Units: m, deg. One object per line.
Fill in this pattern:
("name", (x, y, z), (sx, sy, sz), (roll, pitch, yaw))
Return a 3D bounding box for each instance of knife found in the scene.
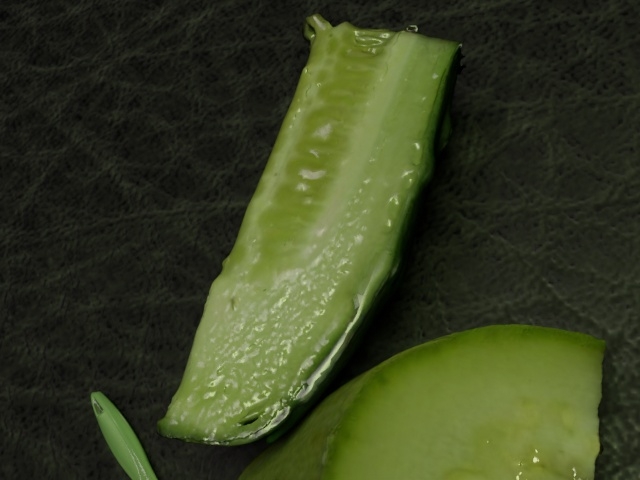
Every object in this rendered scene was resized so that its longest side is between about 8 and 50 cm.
("knife", (-0.120, 0.186, 0.636), (0.030, 0.014, 0.207), (-40, 58, -1))

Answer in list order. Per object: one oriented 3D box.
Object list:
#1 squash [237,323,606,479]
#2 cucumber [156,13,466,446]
("squash", (0.041, 0.163, 0.550), (0.204, 0.155, 0.236), (19, 59, 3))
("cucumber", (0.003, 0.001, 0.617), (0.145, 0.105, 0.325), (12, 66, 24))
